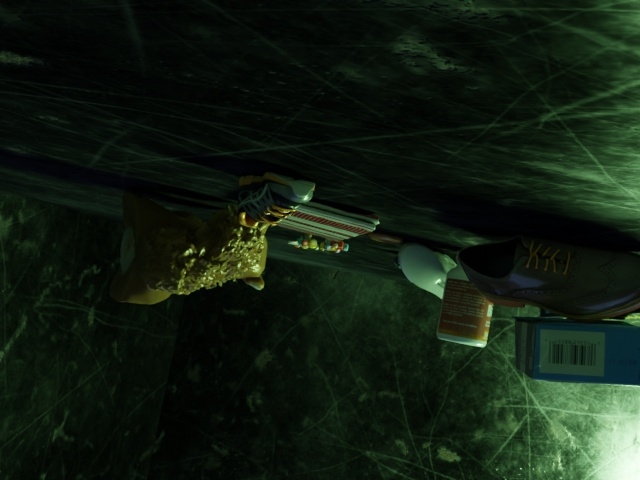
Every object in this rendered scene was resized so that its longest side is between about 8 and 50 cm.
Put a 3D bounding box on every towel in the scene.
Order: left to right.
[{"bbox_3d":[-0.032,-0.052,1.636,0.237,0.037,0.329,14,173,-12],"label":"towel"}]

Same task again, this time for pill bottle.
[{"bbox_3d":[0.352,0.137,1.880,0.121,0.216,0.121,11,176,1],"label":"pill bottle"}]

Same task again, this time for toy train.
[{"bbox_3d":[0.000,0.000,2.149,0.166,0.046,0.125,7,173,12],"label":"toy train"}]

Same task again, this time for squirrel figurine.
[{"bbox_3d":[-0.280,0.037,1.938,0.370,0.281,0.397,6,-179,-29],"label":"squirrel figurine"}]

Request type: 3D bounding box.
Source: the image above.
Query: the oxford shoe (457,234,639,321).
[{"bbox_3d":[0.407,0.058,1.388,0.363,0.130,0.132,-4,151,43],"label":"oxford shoe"}]

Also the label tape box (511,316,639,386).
[{"bbox_3d":[0.499,0.204,1.495,0.240,0.106,0.333,2,176,7],"label":"label tape box"}]

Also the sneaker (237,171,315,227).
[{"bbox_3d":[-0.076,-0.063,1.297,0.084,0.083,0.215,15,173,-25],"label":"sneaker"}]

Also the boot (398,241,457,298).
[{"bbox_3d":[0.276,0.066,1.985,0.258,0.095,0.123,40,-164,-29],"label":"boot"}]

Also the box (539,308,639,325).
[{"bbox_3d":[0.675,0.140,1.690,0.257,0.079,0.322,17,162,-42],"label":"box"}]

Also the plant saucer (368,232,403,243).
[{"bbox_3d":[0.156,-0.004,1.895,0.083,0.013,0.083,11,176,1],"label":"plant saucer"}]

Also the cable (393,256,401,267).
[{"bbox_3d":[0.303,0.068,2.293,0.184,0.047,0.150,6,179,26],"label":"cable"}]
